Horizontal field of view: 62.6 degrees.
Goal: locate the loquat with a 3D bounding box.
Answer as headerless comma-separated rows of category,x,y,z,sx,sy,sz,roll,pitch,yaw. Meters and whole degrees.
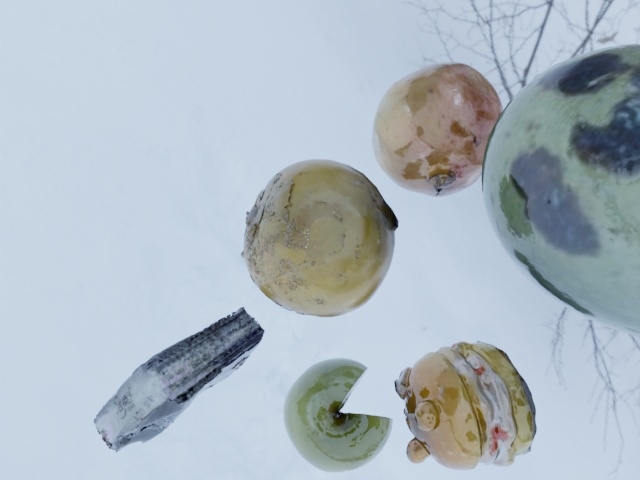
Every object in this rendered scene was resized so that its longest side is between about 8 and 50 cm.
loquat,0.000,0.000,0.771,0.235,0.235,0.235,16,60,-31

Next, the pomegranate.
pomegranate,0.285,-0.249,1.282,0.338,0.338,0.338,16,60,-31

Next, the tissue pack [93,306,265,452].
tissue pack,-0.282,0.289,1.105,0.123,0.245,0.332,48,28,10

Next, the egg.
egg,0.412,-0.052,0.672,0.345,0.345,0.428,-15,56,-41

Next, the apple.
apple,0.047,0.461,1.404,0.292,0.254,0.291,1,69,-2

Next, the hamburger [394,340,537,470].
hamburger,0.284,0.356,1.111,0.237,0.276,0.276,-13,77,-12
